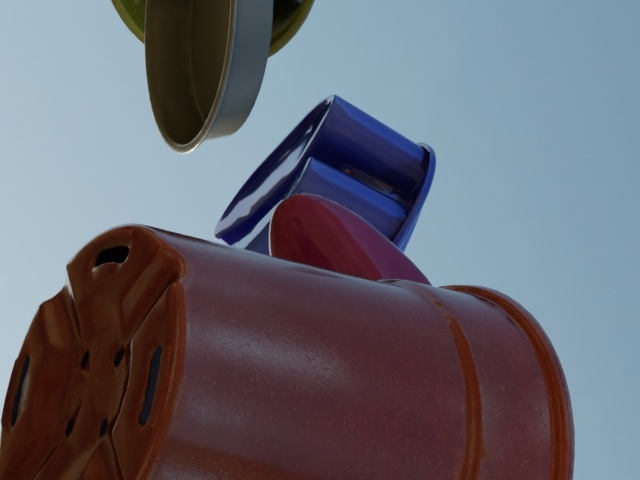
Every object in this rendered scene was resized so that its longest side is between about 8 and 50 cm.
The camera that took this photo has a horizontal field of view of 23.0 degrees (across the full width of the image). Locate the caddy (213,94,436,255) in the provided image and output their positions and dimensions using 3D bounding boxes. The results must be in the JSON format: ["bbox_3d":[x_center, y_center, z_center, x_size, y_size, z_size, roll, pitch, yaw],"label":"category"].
[{"bbox_3d":[0.000,0.000,1.795,0.341,0.179,0.241,-44,-161,43],"label":"caddy"}]

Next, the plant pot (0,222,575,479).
[{"bbox_3d":[-0.035,0.122,0.963,0.272,0.265,0.272,-31,-131,44],"label":"plant pot"}]

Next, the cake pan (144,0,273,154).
[{"bbox_3d":[-0.120,-0.237,1.664,0.293,0.054,0.293,-179,-90,-67],"label":"cake pan"}]

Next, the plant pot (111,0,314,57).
[{"bbox_3d":[-0.094,-0.367,1.933,0.276,0.254,0.276,6,-71,16],"label":"plant pot"}]

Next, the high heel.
[{"bbox_3d":[0.066,0.137,1.275,0.127,0.377,0.181,-32,-169,13],"label":"high heel"}]
